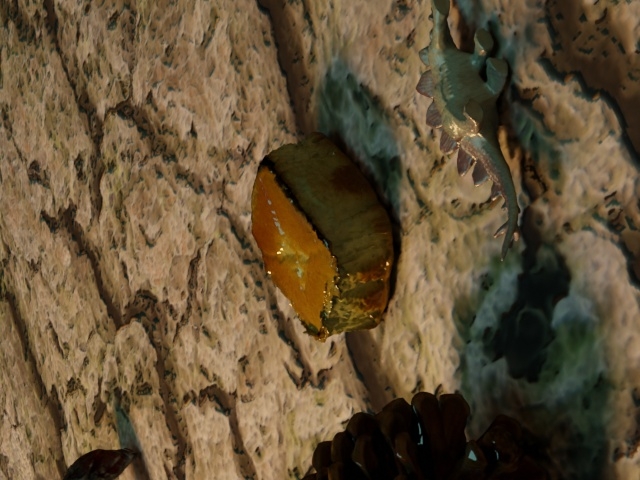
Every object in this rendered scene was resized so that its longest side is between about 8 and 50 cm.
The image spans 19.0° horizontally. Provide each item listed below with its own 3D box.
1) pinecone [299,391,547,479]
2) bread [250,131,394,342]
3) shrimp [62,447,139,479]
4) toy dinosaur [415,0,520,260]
[{"bbox_3d":[0.070,0.197,1.305,0.212,0.169,0.185,116,137,-56],"label":"pinecone"},{"bbox_3d":[0.000,0.000,1.471,0.140,0.069,0.128,53,150,35],"label":"bread"},{"bbox_3d":[-0.218,0.441,2.135,0.221,0.166,0.410,-22,88,40],"label":"shrimp"},{"bbox_3d":[0.098,-0.076,1.235,0.082,0.039,0.208,110,150,-58],"label":"toy dinosaur"}]
